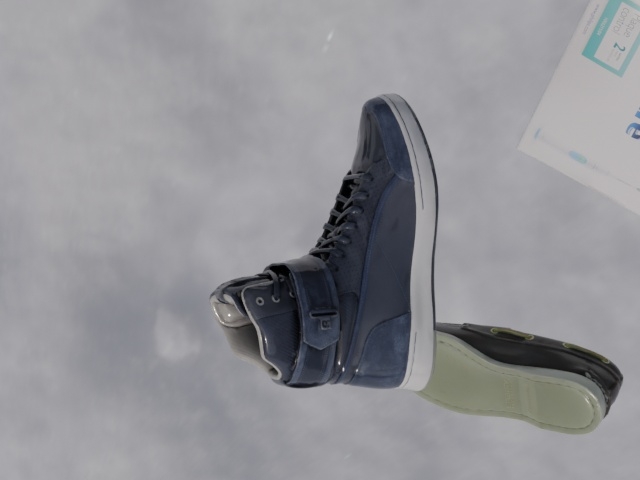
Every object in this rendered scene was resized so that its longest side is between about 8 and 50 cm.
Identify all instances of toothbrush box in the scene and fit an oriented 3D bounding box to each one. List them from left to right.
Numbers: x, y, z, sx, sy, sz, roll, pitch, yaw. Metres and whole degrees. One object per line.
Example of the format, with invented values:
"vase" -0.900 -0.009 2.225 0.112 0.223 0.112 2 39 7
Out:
"toothbrush box" 0.293 -0.197 1.529 0.126 0.216 0.295 29 52 5

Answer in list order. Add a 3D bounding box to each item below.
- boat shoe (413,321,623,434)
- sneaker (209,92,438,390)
"boat shoe" 0.167 0.119 1.795 0.228 0.081 0.069 16 36 26
"sneaker" 0.001 0.001 1.437 0.163 0.086 0.226 0 85 -20
